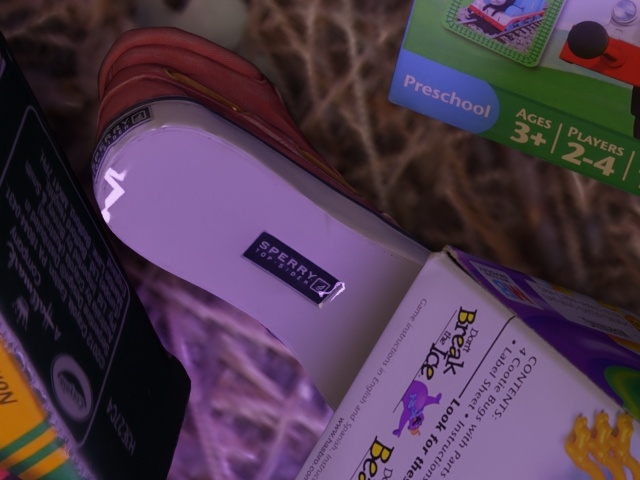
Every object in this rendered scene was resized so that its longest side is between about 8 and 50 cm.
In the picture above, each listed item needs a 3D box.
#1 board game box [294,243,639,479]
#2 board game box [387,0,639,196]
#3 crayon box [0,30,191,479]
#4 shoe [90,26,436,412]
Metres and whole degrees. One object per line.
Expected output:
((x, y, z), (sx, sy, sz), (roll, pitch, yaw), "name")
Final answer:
((0.118, 0.142, 0.524), (0.275, 0.142, 0.144), (43, 108, 43), "board game box")
((0.118, -0.102, 0.565), (0.160, 0.039, 0.211), (21, 131, 9), "board game box")
((-0.225, 0.024, 0.620), (0.318, 0.081, 0.202), (-6, 133, 19), "crayon box")
((0.000, 0.000, 0.643), (0.178, 0.081, 0.063), (37, 110, -25), "shoe")
